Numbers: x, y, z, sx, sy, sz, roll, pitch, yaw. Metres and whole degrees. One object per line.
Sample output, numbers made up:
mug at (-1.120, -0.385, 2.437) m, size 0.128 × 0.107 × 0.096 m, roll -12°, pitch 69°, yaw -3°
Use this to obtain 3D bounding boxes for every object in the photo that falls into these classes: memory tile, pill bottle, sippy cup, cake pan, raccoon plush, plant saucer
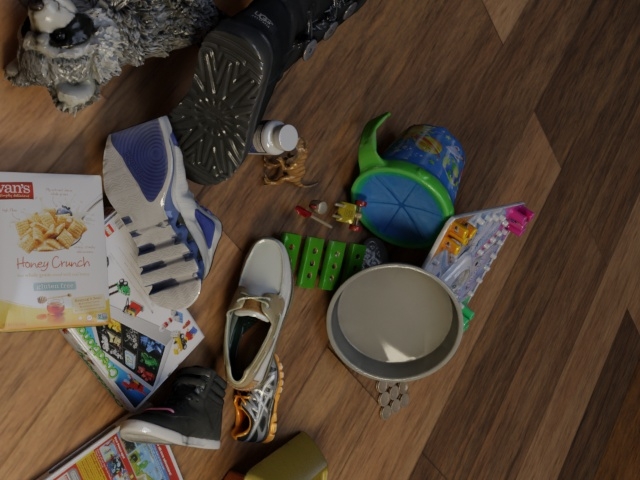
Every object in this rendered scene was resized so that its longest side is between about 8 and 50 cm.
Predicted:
memory tile at (0.175, 0.355, 1.982) m, size 0.113 × 0.012 × 0.147 m, roll -23°, pitch 111°, yaw -42°
pill bottle at (-0.102, -0.197, 1.546) m, size 0.067 × 0.120 × 0.067 m, roll -8°, pitch 101°, yaw -46°
sippy cup at (0.216, -0.139, 1.829) m, size 0.305 × 0.240 × 0.224 m, roll 84°, pitch 29°, yaw -45°
cake pan at (0.160, 0.172, 1.754) m, size 0.054 × 0.293 × 0.293 m, roll -77°, pitch 154°, yaw -65°
raccoon plush at (-0.280, -0.298, 1.306) m, size 0.446 × 0.216 × 0.299 m, roll 29°, pitch 86°, yaw -48°
plant saucer at (-0.064, 0.587, 1.620) m, size 0.333 × 0.081 × 0.332 m, roll -5°, pitch 100°, yaw -71°

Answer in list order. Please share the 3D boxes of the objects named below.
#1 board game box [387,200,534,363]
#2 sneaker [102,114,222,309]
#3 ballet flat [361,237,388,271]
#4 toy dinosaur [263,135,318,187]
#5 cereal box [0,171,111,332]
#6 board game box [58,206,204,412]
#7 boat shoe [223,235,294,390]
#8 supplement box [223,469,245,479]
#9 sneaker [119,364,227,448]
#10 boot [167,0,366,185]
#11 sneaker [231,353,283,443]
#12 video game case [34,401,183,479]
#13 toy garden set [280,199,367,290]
board game box at (0.326, 0.098, 1.916) m, size 0.390 × 0.050 × 0.389 m, roll -11°, pitch 133°, yaw -52°
sneaker at (-0.260, -0.050, 1.390) m, size 0.182 × 0.128 × 0.315 m, roll -48°, pitch 126°, yaw -77°
ballet flat at (0.114, 0.118, 1.865) m, size 0.084 × 0.058 × 0.249 m, roll -2°, pitch 91°, yaw -17°
toy dinosaur at (-0.058, -0.134, 1.631) m, size 0.211 × 0.112 × 0.064 m, roll 94°, pitch -6°, yaw -69°
cereal box at (-0.416, 0.016, 1.237) m, size 0.173 × 0.047 × 0.240 m, roll -1°, pitch 81°, yaw -35°
board game box at (-0.342, 0.120, 1.383) m, size 0.193 × 0.053 × 0.305 m, roll -48°, pitch 126°, yaw -31°
boat shoe at (-0.119, 0.136, 1.549) m, size 0.103 × 0.113 × 0.302 m, roll 52°, pitch 44°, yaw -79°
supplement box at (-0.202, 0.568, 1.568) m, size 0.233 × 0.080 × 0.078 m, roll -52°, pitch 129°, yaw -27°
sneaker at (-0.255, 0.287, 1.426) m, size 0.296 × 0.105 × 0.146 m, roll 39°, pitch 54°, yaw -66°
boot at (-0.078, -0.335, 1.435) m, size 0.146 × 0.367 × 0.445 m, roll 36°, pitch 50°, yaw -4°
sneaker at (-0.130, 0.304, 1.611) m, size 0.083 × 0.084 × 0.214 m, roll 0°, pitch 94°, yaw -37°
video game case at (-0.376, 0.442, 1.409) m, size 0.285 × 0.025 × 0.204 m, roll -34°, pitch 118°, yaw -38°
toy garden set at (0.000, 0.000, 1.727) m, size 0.244 × 0.049 × 0.203 m, roll 10°, pitch 94°, yaw -45°
